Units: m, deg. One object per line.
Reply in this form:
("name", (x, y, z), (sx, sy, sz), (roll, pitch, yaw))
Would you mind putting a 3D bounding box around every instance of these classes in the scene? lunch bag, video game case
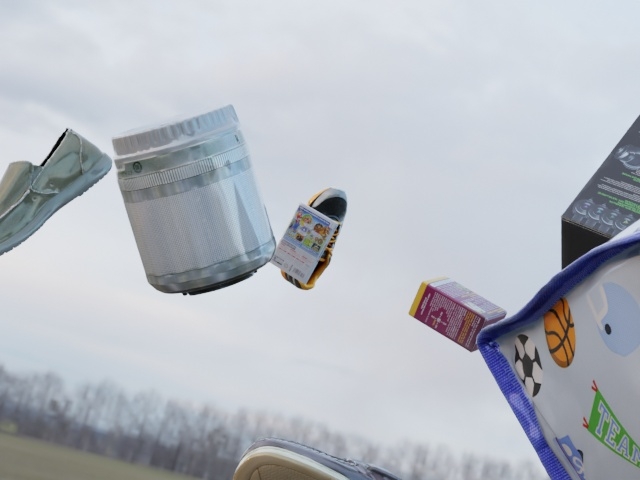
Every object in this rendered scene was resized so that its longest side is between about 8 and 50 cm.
("lunch bag", (0.336, 0.042, 0.755), (0.327, 0.239, 0.385), (-23, -16, -23))
("video game case", (-0.031, 0.004, 2.089), (0.087, 0.122, 0.011), (31, 5, 30))

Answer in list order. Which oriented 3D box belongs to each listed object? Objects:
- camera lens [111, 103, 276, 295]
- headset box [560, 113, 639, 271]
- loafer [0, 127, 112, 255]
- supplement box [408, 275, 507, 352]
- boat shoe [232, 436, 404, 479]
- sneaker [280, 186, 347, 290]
("camera lens", (-0.204, -0.062, 1.909), (0.219, 0.274, 0.219), (-15, 11, 3))
("headset box", (0.475, -0.010, 1.779), (0.131, 0.283, 0.246), (25, -33, 29))
("loafer", (-0.386, -0.057, 1.526), (0.087, 0.251, 0.094), (55, -31, -15))
("supplement box", (0.145, 0.077, 1.249), (0.083, 0.043, 0.055), (31, 20, 28))
("boat shoe", (0.039, 0.263, 1.154), (0.285, 0.103, 0.092), (29, 28, -18))
("sneaker", (0.000, 0.000, 2.234), (0.084, 0.215, 0.083), (14, 19, -28))
